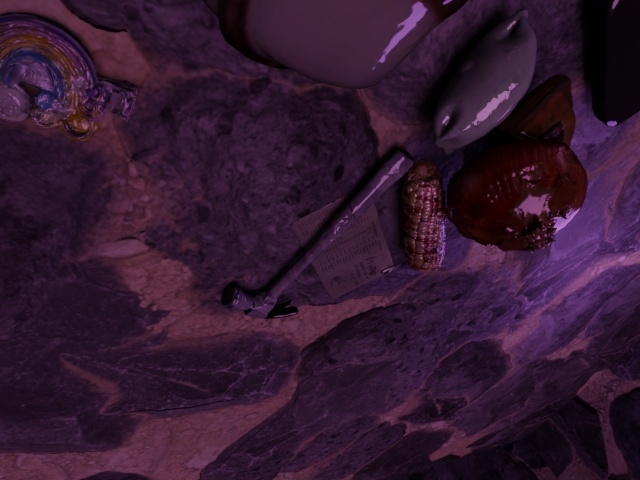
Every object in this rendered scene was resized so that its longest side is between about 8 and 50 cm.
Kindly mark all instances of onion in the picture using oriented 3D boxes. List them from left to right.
[{"bbox_3d":[0.327,-0.051,0.667,0.230,0.163,0.230,-7,152,-4],"label":"onion"}]

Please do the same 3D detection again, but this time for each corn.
[{"bbox_3d":[0.197,-0.037,0.766,0.086,0.086,0.253,-21,135,-7],"label":"corn"}]

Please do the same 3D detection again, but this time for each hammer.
[{"bbox_3d":[0.000,-0.001,0.726,0.152,0.044,0.427,26,116,-39],"label":"hammer"}]

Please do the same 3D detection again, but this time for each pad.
[{"bbox_3d":[0.056,0.019,0.803,0.160,0.009,0.265,-27,136,0],"label":"pad"}]

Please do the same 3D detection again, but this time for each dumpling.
[{"bbox_3d":[0.247,-0.230,0.615,0.105,0.149,0.216,30,112,1],"label":"dumpling"}]

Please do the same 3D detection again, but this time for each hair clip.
[{"bbox_3d":[-0.292,-0.174,0.433,0.172,0.049,0.116,13,110,-25],"label":"hair clip"}]

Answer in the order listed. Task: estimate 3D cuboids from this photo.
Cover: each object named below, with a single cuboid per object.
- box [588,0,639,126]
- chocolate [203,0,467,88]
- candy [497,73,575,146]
[{"bbox_3d":[0.576,-0.366,0.655,0.289,0.073,0.290,-37,136,10],"label":"box"},{"bbox_3d":[0.005,-0.258,0.366,0.284,0.283,0.186,4,144,-29],"label":"chocolate"},{"bbox_3d":[0.395,-0.159,0.745,0.143,0.101,0.271,-42,142,3],"label":"candy"}]
